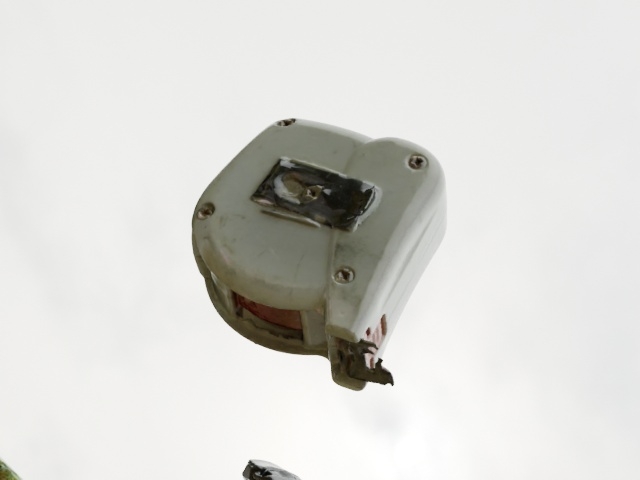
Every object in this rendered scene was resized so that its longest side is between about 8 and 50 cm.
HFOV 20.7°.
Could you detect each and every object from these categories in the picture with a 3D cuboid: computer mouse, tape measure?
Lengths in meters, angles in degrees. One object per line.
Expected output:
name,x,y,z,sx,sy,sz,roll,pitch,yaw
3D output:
computer mouse,-0.036,0.296,2.020,0.099,0.057,0.172,38,-15,34
tape measure,0.000,0.000,1.804,0.265,0.258,0.130,17,-34,18

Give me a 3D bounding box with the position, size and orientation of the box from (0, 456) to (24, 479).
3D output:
box,-0.393,0.200,1.540,0.311,0.173,0.043,48,-10,-8
